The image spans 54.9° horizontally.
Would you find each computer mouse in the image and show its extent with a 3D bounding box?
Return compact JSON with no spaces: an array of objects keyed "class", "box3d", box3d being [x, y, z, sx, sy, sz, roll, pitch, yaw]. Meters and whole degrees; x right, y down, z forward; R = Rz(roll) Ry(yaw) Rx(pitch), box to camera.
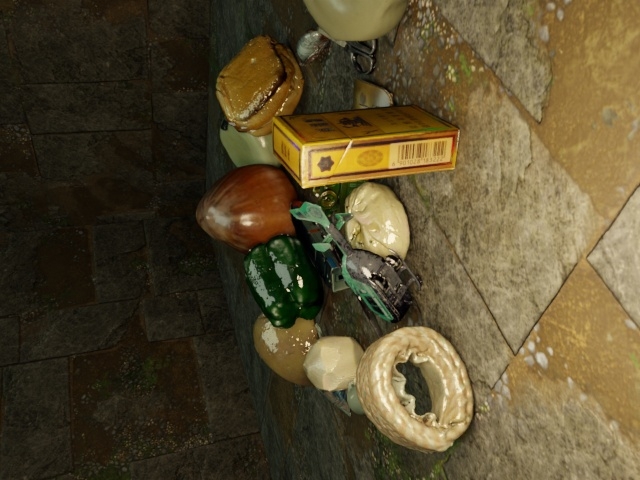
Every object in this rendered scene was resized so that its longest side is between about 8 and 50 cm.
[{"class":"computer mouse","box3d":[0.112,-0.315,1.419,0.199,0.044,0.102,-129,34,-59]}]

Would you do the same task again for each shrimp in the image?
[{"class":"shrimp","box3d":[-0.032,-0.541,1.734,0.233,0.079,0.090,162,104,-76]}]

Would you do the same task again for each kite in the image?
[{"class":"kite","box3d":[0.033,0.402,1.923,0.314,0.011,0.335,68,151,28]}]

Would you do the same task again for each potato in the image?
[{"class":"potato","box3d":[-0.111,0.352,2.094,0.211,0.189,0.264,103,153,-45]}]

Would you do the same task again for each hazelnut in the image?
[{"class":"hazelnut","box3d":[-0.237,-0.098,2.071,0.372,0.372,0.315,-162,67,-70]}]

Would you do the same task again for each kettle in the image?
[{"class":"kettle","box3d":[0.136,0.394,1.550,0.148,0.126,0.098,118,174,-64]}]

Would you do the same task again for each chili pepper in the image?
[{"class":"chili pepper","box3d":[-0.111,0.130,1.917,0.248,0.233,0.257,59,-173,-60]}]

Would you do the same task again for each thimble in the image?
[{"class":"thimble","box3d":[0.181,0.287,1.200,0.229,0.196,0.148,49,158,6]}]

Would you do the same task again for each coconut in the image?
[{"class":"coconut","box3d":[0.034,0.339,1.694,0.161,0.162,0.161,172,90,-72]}]

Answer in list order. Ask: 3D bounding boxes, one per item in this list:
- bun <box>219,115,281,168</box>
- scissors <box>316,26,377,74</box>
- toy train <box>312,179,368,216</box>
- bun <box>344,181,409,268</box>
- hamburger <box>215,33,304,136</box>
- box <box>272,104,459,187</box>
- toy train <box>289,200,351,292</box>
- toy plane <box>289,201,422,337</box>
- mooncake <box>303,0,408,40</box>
[{"class":"bun","box3d":[-0.224,-0.367,2.219,0.283,0.179,0.283,36,148,28]},{"class":"scissors","box3d":[0.059,-0.488,1.510,0.300,0.022,0.109,-131,38,-51]},{"class":"toy train","box3d":[0.058,-0.164,1.495,0.090,0.137,0.226,-115,28,-60]},{"class":"bun","box3d":[0.113,-0.027,1.403,0.237,0.116,0.210,165,97,-69]},{"class":"hamburger","box3d":[-0.192,-0.496,1.978,0.284,0.174,0.305,-41,56,29]},{"class":"box","box3d":[0.078,-0.184,1.155,0.193,0.301,0.084,-128,34,-58]},{"class":"toy train","box3d":[0.000,0.000,1.798,0.409,0.089,0.086,-122,23,-54]},{"class":"toy plane","box3d":[0.084,0.060,1.304,0.155,0.106,0.382,-6,131,50]},{"class":"mooncake","box3d":[0.075,-0.537,1.233,0.275,0.135,0.275,37,143,34]}]
